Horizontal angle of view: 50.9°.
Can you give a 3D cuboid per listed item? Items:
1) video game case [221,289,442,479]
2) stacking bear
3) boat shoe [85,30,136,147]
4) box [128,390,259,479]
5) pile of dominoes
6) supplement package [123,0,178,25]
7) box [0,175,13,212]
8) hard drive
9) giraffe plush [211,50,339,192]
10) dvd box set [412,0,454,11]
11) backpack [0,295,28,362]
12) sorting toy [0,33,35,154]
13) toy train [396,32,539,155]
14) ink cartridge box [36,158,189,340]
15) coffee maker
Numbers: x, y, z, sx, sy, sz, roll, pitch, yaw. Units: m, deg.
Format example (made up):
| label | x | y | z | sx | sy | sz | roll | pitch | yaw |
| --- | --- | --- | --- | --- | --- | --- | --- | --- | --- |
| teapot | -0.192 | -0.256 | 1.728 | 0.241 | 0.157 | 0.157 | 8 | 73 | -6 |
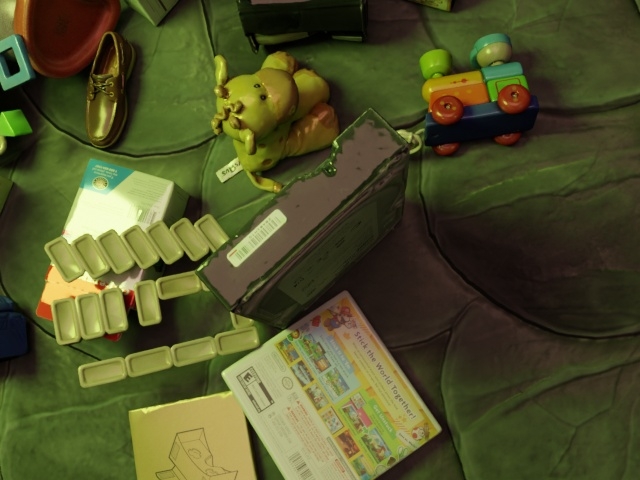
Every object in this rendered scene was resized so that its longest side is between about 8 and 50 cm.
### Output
| label | x | y | z | sx | sy | sz | roll | pitch | yaw |
| --- | --- | --- | --- | --- | --- | --- | --- | --- | --- |
| video game case | 0.013 | 0.215 | 0.897 | 0.206 | 0.026 | 0.227 | -33 | 76 | -7 |
| stacking bear | -0.483 | -0.368 | 1.018 | 0.288 | 0.175 | 0.164 | 27 | 95 | 20 |
| boat shoe | -0.326 | -0.230 | 1.016 | 0.064 | 0.060 | 0.178 | 6 | 80 | 8 |
| box | -0.166 | 0.315 | 0.911 | 0.164 | 0.021 | 0.201 | -12 | 77 | 4 |
| pile of dominoes | -0.223 | 0.075 | 0.897 | 0.251 | 0.040 | 0.196 | -11 | 83 | -16 |
| supplement package | -0.322 | -0.486 | 0.992 | 0.262 | 0.204 | 0.145 | 40 | 87 | 12 |
| box | -0.574 | -0.015 | 0.925 | 0.117 | 0.213 | 0.243 | 17 | 82 | 9 |
| hard drive | 0.000 | 0.000 | 0.791 | 0.237 | 0.339 | 0.064 | -43 | 80 | -4 |
| giraffe plush | -0.083 | -0.178 | 0.921 | 0.181 | 0.170 | 0.210 | 38 | 86 | 12 |
| dvd box set | 0.053 | -0.552 | 1.034 | 0.420 | 0.062 | 0.308 | 19 | 82 | 10 |
| backpack | -0.490 | 0.130 | 0.948 | 0.120 | 0.098 | 0.101 | -10 | 79 | 14 |
| sorting toy | -0.552 | -0.219 | 0.984 | 0.347 | 0.047 | 0.196 | 5 | 109 | 27 |
| toy train | 0.163 | -0.201 | 0.938 | 0.247 | 0.105 | 0.144 | -9 | 68 | 5 |
| ink cartridge box | -0.292 | 0.016 | 0.954 | 0.134 | 0.078 | 0.231 | 16 | 81 | 8 |
| coffee maker | -0.023 | -0.343 | 0.945 | 0.178 | 0.171 | 0.120 | -4 | 89 | 8 |
